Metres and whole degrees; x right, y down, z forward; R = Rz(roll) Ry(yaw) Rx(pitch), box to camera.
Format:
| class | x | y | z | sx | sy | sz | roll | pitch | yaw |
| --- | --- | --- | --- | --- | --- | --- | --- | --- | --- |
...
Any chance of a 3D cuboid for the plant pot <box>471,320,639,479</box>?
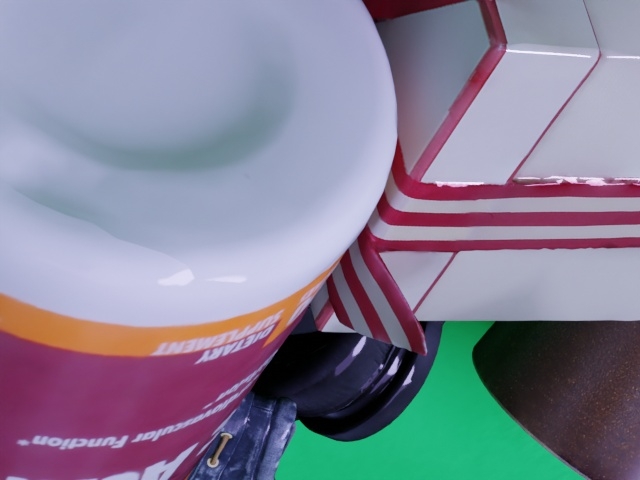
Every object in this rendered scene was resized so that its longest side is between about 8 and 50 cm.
| class | x | y | z | sx | sy | sz | roll | pitch | yaw |
| --- | --- | --- | --- | --- | --- | --- | --- | --- | --- |
| plant pot | 0.251 | 0.038 | 0.993 | 0.215 | 0.215 | 0.230 | 20 | 109 | -34 |

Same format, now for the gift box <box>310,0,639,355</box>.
| class | x | y | z | sx | sy | sz | roll | pitch | yaw |
| --- | --- | --- | --- | --- | --- | --- | --- | --- | --- |
| gift box | 0.105 | -0.094 | 0.710 | 0.258 | 0.276 | 0.255 | 2 | 143 | -20 |

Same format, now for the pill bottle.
| class | x | y | z | sx | sy | sz | roll | pitch | yaw |
| --- | --- | --- | --- | --- | --- | --- | --- | --- | --- |
| pill bottle | -0.139 | 0.029 | 0.692 | 0.224 | 0.224 | 0.392 | 4 | 146 | -23 |

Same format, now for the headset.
| class | x | y | z | sx | sy | sz | roll | pitch | yaw |
| --- | --- | --- | --- | --- | --- | --- | --- | --- | --- |
| headset | 0.000 | 0.000 | 0.926 | 0.394 | 0.185 | 0.243 | -10 | 142 | 13 |

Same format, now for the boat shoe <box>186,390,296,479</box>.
| class | x | y | z | sx | sy | sz | roll | pitch | yaw |
| --- | --- | --- | --- | --- | --- | --- | --- | --- | --- |
| boat shoe | -0.067 | 0.141 | 0.930 | 0.083 | 0.065 | 0.183 | 17 | 148 | -1 |
